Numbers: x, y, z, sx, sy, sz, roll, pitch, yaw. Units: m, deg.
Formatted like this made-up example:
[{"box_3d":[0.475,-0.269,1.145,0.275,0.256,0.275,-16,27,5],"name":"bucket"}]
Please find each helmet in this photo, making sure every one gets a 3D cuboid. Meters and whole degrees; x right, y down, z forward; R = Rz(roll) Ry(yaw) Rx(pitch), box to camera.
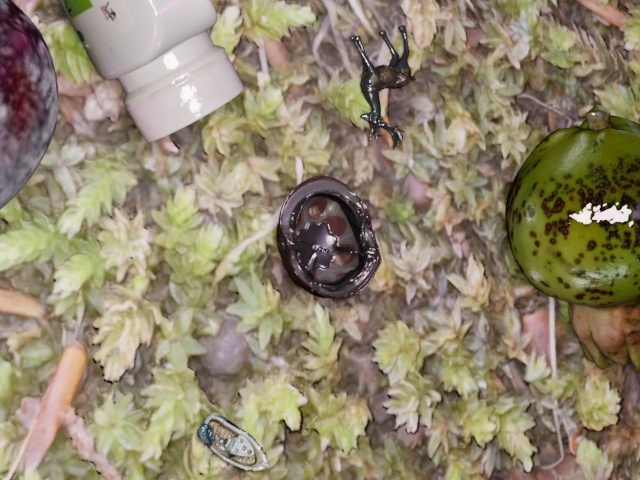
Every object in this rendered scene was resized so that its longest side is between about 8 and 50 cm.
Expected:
[{"box_3d":[0.000,0.000,1.667,0.098,0.070,0.123,-25,93,-22],"name":"helmet"}]

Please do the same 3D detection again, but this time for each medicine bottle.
[{"box_3d":[-0.184,-0.241,1.535,0.111,0.161,0.296,-36,104,-28],"name":"medicine bottle"}]

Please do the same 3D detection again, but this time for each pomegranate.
[{"box_3d":[0.300,-0.001,1.799,0.222,0.276,0.204,-13,52,-12],"name":"pomegranate"}]

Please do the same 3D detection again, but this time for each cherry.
[{"box_3d":[-0.349,-0.113,1.379,0.255,0.296,0.218,-49,137,-30],"name":"cherry"}]

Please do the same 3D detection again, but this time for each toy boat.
[{"box_3d":[-0.081,0.195,1.617,0.083,0.038,0.038,37,68,-21],"name":"toy boat"}]

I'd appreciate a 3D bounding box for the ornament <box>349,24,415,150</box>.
[{"box_3d":[0.070,-0.156,1.752,0.073,0.028,0.125,-13,89,-31],"name":"ornament"}]
